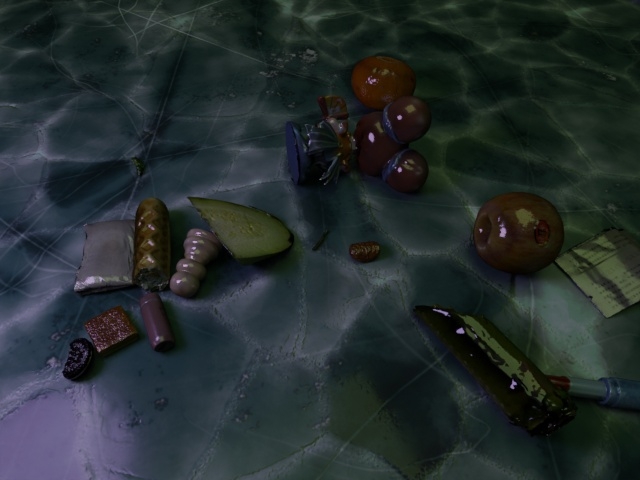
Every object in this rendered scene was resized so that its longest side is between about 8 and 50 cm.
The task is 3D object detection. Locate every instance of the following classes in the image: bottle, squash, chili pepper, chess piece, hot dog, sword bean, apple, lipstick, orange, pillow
[{"bbox_3d":[-0.376,0.186,1.080,0.053,0.053,0.140,-21,55,-18],"label":"bottle"},{"bbox_3d":[-0.187,-0.041,1.212,0.155,0.204,0.237,-38,62,-3],"label":"squash"},{"bbox_3d":[-0.552,-0.225,1.427,0.027,0.022,0.083,6,40,-43],"label":"chili pepper"},{"bbox_3d":[-0.312,0.061,1.165,0.094,0.094,0.170,11,55,6],"label":"chess piece"},{"bbox_3d":[0.116,0.027,1.244,0.084,0.035,0.058,-8,52,-9],"label":"hot dog"},{"bbox_3d":[0.000,0.000,1.276,0.012,0.012,0.083,24,53,16],"label":"sword bean"},{"bbox_3d":[0.497,-0.018,1.192,0.188,0.211,0.211,1,51,-5],"label":"apple"},{"bbox_3d":[0.603,0.322,1.007,0.274,0.068,0.061,7,54,3],"label":"lipstick"},{"bbox_3d":[0.216,-0.539,1.624,0.224,0.170,0.224,10,31,-6],"label":"orange"},{"bbox_3d":[-0.538,0.032,1.202,0.149,0.050,0.229,-3,51,-14],"label":"pillow"}]

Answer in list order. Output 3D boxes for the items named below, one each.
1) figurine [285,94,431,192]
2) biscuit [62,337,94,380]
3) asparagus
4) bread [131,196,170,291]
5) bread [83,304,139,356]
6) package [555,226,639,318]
[{"bbox_3d":[0.107,-0.277,1.367,0.389,0.276,0.248,-8,28,-12],"label":"figurine"},{"bbox_3d":[-0.528,0.256,1.022,0.089,0.027,0.087,20,72,36],"label":"biscuit"},{"bbox_3d":[0.366,0.250,1.026,0.108,0.128,0.382,2,39,-48],"label":"asparagus"},{"bbox_3d":[-0.428,0.000,1.198,0.087,0.098,0.269,-22,51,10],"label":"bread"},{"bbox_3d":[-0.474,0.205,1.071,0.090,0.035,0.094,-30,58,-25],"label":"bread"},{"bbox_3d":[0.776,0.069,1.228,0.251,0.062,0.203,-21,54,-14],"label":"package"}]
